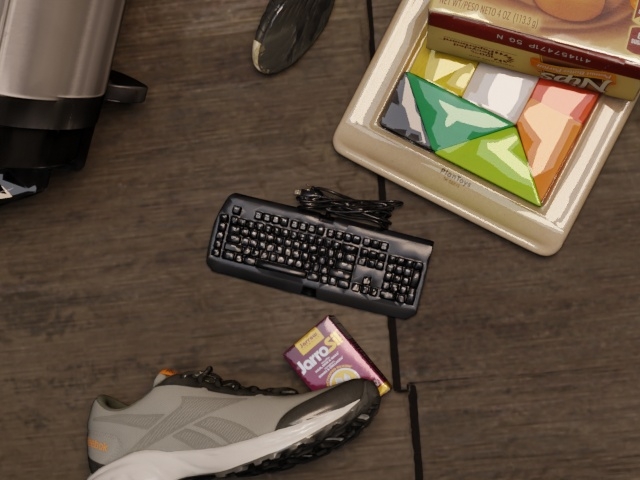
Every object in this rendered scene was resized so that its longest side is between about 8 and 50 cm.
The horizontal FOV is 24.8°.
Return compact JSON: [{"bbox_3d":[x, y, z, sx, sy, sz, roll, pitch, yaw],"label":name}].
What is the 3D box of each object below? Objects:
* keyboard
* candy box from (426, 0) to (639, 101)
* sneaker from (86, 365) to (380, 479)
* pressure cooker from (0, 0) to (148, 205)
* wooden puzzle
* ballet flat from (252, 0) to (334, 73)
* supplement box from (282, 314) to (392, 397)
[{"bbox_3d":[0.000,0.000,1.259,0.192,0.038,0.100,13,87,5],"label":"keyboard"},{"bbox_3d":[0.215,-0.292,1.206,0.183,0.087,0.316,15,77,5],"label":"candy box"},{"bbox_3d":[-0.082,0.148,1.208,0.271,0.100,0.108,-15,76,18],"label":"sneaker"},{"bbox_3d":[-0.331,-0.222,1.122,0.370,0.375,0.420,16,101,10],"label":"pressure cooker"},{"bbox_3d":[0.155,-0.137,1.250,0.221,0.044,0.239,27,89,7],"label":"wooden puzzle"},{"bbox_3d":[-0.015,-0.225,1.277,0.049,0.057,0.173,24,87,47],"label":"ballet flat"},{"bbox_3d":[0.015,0.112,1.247,0.055,0.043,0.083,-41,83,3],"label":"supplement box"}]
